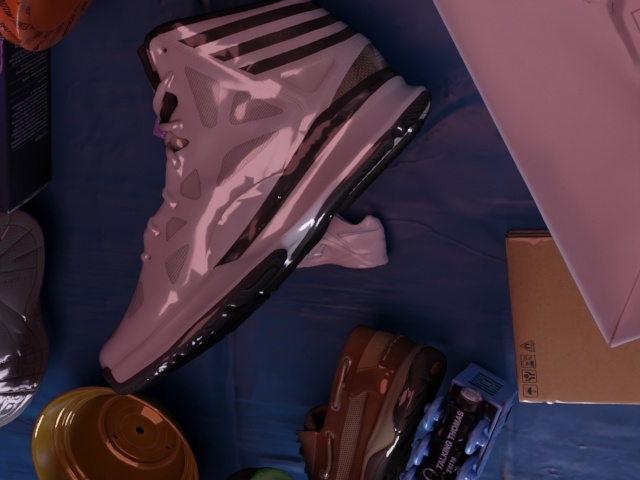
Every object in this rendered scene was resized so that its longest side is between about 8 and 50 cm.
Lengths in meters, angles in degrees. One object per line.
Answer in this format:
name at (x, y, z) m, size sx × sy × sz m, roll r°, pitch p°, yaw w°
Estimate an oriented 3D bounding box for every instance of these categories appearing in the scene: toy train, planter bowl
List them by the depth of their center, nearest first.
toy train at (0.152, 0.229, 1.364) m, size 0.080 × 0.105 × 0.184 m, roll 29°, pitch 121°, yaw 23°
planter bowl at (-0.236, 0.252, 1.500) m, size 0.217 × 0.090 × 0.217 m, roll 6°, pitch 115°, yaw 14°

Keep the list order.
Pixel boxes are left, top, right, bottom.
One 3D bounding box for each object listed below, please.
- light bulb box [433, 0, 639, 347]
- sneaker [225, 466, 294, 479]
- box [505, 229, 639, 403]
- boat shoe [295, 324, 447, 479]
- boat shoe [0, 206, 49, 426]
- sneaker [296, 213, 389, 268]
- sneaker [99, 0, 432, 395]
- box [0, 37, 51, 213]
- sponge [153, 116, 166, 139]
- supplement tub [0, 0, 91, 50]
light bulb box at (0.269, -0.170, 1.010) m, size 0.225 × 0.361 × 0.358 m, roll -23°, pitch 105°, yaw 23°
sneaker at (-0.125, 0.417, 1.440) m, size 0.202 × 0.185 × 0.482 m, roll 33°, pitch 139°, yaw 18°
box at (0.286, 0.084, 1.308) m, size 0.165 × 0.021 × 0.201 m, roll -1°, pitch 112°, yaw 17°
boat shoe at (0.038, 0.230, 1.403) m, size 0.120 × 0.122 × 0.324 m, roll 29°, pitch 118°, yaw 17°
boat shoe at (-0.396, 0.086, 1.476) m, size 0.118 × 0.103 × 0.320 m, roll -9°, pitch 123°, yaw -29°
sneaker at (0.000, 0.000, 1.346) m, size 0.152 × 0.054 × 0.061 m, roll -2°, pitch 97°, yaw 15°
sneaker at (-0.122, -0.065, 1.259) m, size 0.257 × 0.169 × 0.447 m, roll 45°, pitch 103°, yaw 7°
box at (-0.389, -0.151, 1.358) m, size 0.153 × 0.108 × 0.207 m, roll 10°, pitch 115°, yaw 12°
sponge at (-0.068, -0.125, 1.317) m, size 0.210 × 0.031 × 0.117 m, roll 25°, pitch 117°, yaw 5°
supplement tub at (-0.380, -0.326, 1.214) m, size 0.316 × 0.193 × 0.193 m, roll 30°, pitch 118°, yaw 9°
